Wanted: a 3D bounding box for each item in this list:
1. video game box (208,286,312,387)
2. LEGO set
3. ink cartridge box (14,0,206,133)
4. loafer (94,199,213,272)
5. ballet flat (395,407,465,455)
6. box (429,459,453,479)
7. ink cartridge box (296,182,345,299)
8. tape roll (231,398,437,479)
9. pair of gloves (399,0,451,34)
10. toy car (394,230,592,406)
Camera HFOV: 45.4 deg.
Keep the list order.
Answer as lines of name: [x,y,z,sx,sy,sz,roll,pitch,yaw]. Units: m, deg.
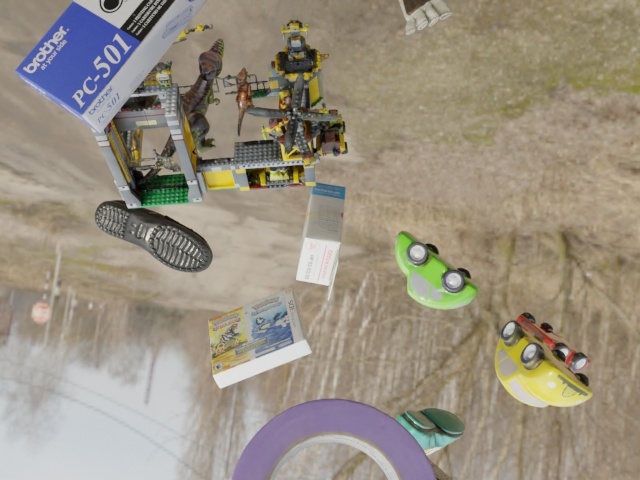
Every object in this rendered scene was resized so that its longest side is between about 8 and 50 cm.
video game box: [-0.132,0.200,1.614,0.205,0.048,0.187,-22,-149,2]
LEGO set: [-0.133,-0.182,0.922,0.332,0.254,0.192,2,147,5]
ink cartridge box: [-0.202,-0.219,0.778,0.097,0.207,0.046,33,171,17]
loafer: [-0.290,-0.019,1.374,0.220,0.080,0.078,29,-160,-7]
ballet flat: [0.197,0.372,1.474,0.083,0.087,0.247,42,-169,31]
box: [0.133,0.311,0.733,0.036,0.114,0.207,26,-175,-45]
ink cartridge box: [0.000,0.000,1.289,0.062,0.181,0.104,10,133,-3]
tape roll: [0.012,0.245,0.702,0.189,0.188,0.080,7,161,1]
pair of gloves: [0.233,-0.509,1.404,0.240,0.204,0.042,-27,152,38]
toy car: [0.155,0.075,0.739,0.225,0.053,0.239,39,-170,15]
